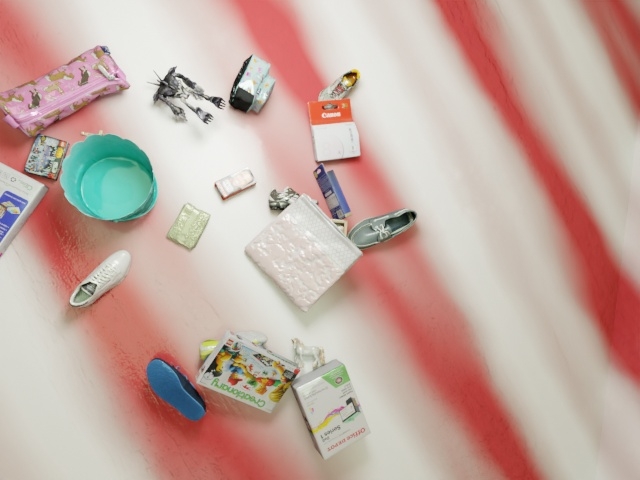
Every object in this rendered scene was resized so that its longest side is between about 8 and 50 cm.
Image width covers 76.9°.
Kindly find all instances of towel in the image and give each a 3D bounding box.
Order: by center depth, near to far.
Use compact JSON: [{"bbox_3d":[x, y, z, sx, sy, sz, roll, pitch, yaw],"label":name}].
[{"bbox_3d":[-0.473,-0.053,1.456,0.110,0.027,0.148,29,77,-13],"label":"towel"},{"bbox_3d":[-0.062,0.044,1.485,0.317,0.053,0.332,-44,85,4],"label":"towel"}]

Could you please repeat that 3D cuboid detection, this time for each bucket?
[{"bbox_3d":[-0.679,-0.190,1.328,0.281,0.183,0.281,2,84,-17],"label":"bucket"}]

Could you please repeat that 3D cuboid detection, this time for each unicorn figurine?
[{"bbox_3d":[-0.058,0.424,1.520,0.162,0.060,0.111,8,81,-32],"label":"unicorn figurine"}]

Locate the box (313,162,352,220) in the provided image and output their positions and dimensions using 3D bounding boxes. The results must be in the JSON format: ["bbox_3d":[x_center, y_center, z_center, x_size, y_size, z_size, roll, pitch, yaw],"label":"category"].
[{"bbox_3d":[0.045,-0.186,1.569,0.037,0.136,0.225,-25,92,-17],"label":"box"}]

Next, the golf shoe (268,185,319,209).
[{"bbox_3d":[-0.101,-0.165,1.555,0.198,0.077,0.093,0,84,-18],"label":"golf shoe"}]

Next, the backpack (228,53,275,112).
[{"bbox_3d":[-0.249,-0.584,1.508,0.145,0.166,0.188,17,84,-17],"label":"backpack"}]

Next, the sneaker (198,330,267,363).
[{"bbox_3d":[-0.307,0.401,1.440,0.240,0.091,0.126,-5,104,-18],"label":"sneaker"}]

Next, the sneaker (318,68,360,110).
[{"bbox_3d":[0.076,-0.624,1.649,0.088,0.093,0.225,43,76,-10],"label":"sneaker"}]

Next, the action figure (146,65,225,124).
[{"bbox_3d":[-0.486,-0.511,1.449,0.276,0.141,0.164,31,84,15],"label":"action figure"}]

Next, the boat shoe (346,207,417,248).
[{"bbox_3d":[0.253,-0.053,1.637,0.320,0.099,0.116,-22,91,-18],"label":"boat shoe"}]

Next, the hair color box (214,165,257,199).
[{"bbox_3d":[-0.318,-0.214,1.512,0.141,0.043,0.072,-31,92,-18],"label":"hair color box"}]

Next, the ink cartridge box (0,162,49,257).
[{"bbox_3d":[-1.051,-0.060,1.264,0.176,0.069,0.370,30,74,-12],"label":"ink cartridge box"}]

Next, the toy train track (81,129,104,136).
[{"bbox_3d":[-0.787,-0.366,1.402,0.083,0.014,0.048,7,82,-15],"label":"toy train track"}]

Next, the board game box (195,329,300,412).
[{"bbox_3d":[-0.245,0.459,1.399,0.305,0.053,0.193,34,91,-25],"label":"board game box"}]

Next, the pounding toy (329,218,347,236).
[{"bbox_3d":[-0.007,0.009,1.561,0.206,0.094,0.180,5,85,1],"label":"pounding toy"}]

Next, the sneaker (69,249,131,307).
[{"bbox_3d":[-0.720,0.128,1.328,0.090,0.095,0.235,40,73,-8],"label":"sneaker"}]

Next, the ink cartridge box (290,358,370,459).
[{"bbox_3d":[0.036,0.617,1.490,0.202,0.117,0.278,-22,91,-18],"label":"ink cartridge box"}]

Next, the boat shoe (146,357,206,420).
[{"bbox_3d":[-0.491,0.502,1.364,0.109,0.089,0.258,-33,99,-4],"label":"boat shoe"}]

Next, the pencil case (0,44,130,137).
[{"bbox_3d":[-0.836,-0.486,1.320,0.386,0.167,0.160,-36,96,-17],"label":"pencil case"}]

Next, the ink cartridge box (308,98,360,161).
[{"bbox_3d":[0.056,-0.443,1.614,0.189,0.066,0.232,-11,108,-17],"label":"ink cartridge box"}]

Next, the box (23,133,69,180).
[{"bbox_3d":[-0.913,-0.279,1.348,0.094,0.027,0.136,15,80,-16],"label":"box"}]
